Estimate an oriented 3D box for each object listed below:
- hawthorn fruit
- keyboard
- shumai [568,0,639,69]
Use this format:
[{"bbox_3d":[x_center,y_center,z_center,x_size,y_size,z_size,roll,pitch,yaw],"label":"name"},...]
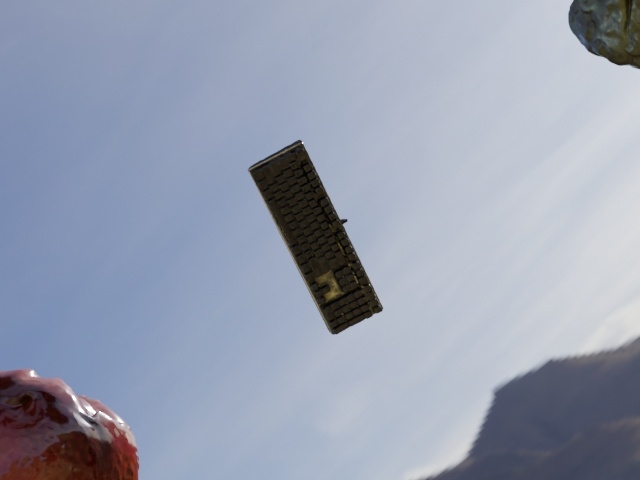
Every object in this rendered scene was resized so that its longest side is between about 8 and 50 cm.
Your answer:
[{"bbox_3d":[-0.220,0.178,0.920,0.179,0.173,0.173,-50,-17,-5],"label":"hawthorn fruit"},{"bbox_3d":[0.000,0.000,1.999,0.106,0.317,0.027,-29,24,-4],"label":"keyboard"},{"bbox_3d":[0.538,-0.265,1.786,0.292,0.289,0.330,-5,-14,-37],"label":"shumai"}]
